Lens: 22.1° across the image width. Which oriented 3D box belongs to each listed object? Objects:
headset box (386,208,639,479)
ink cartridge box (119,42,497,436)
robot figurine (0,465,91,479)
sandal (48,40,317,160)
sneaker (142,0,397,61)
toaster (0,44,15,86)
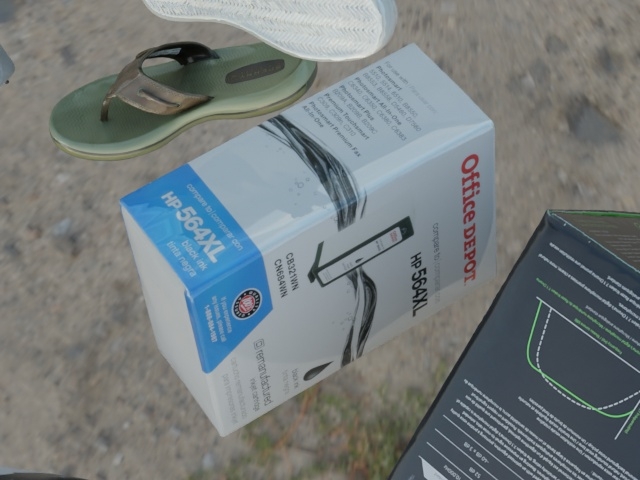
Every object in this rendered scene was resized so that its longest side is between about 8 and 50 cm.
[{"bbox_3d":[0.155,0.136,0.927,0.131,0.246,0.283,37,109,27],"label":"headset box"},{"bbox_3d":[0.000,0.000,0.951,0.203,0.086,0.148,-29,144,-16],"label":"ink cartridge box"},{"bbox_3d":[-0.211,0.228,1.058,0.278,0.173,0.209,-2,114,45],"label":"robot figurine"},{"bbox_3d":[-0.155,-0.175,1.776,0.302,0.120,0.086,-16,139,8],"label":"sandal"},{"bbox_3d":[-0.014,-0.248,1.541,0.292,0.169,0.108,20,120,35],"label":"sneaker"},{"bbox_3d":[-0.482,-0.193,1.928,0.185,0.168,0.110,9,138,39],"label":"toaster"}]
